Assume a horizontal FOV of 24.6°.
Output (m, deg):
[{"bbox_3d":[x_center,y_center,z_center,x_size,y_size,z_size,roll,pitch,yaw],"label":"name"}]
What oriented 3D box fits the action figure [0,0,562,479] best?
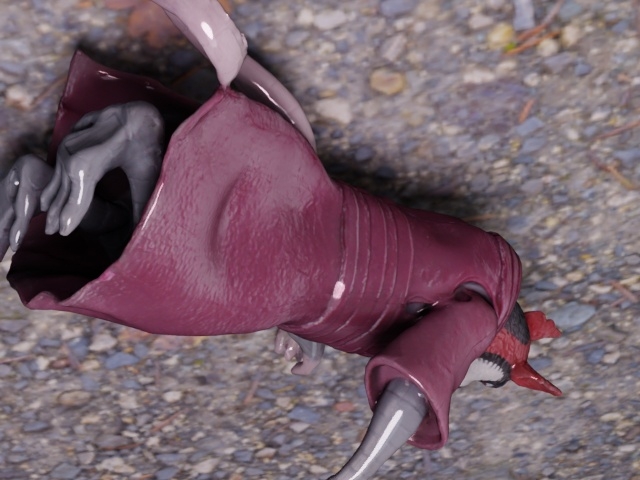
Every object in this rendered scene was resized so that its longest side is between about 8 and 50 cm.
[{"bbox_3d":[0.000,0.000,0.862,0.370,0.248,0.275,15,108,-26],"label":"action figure"}]
